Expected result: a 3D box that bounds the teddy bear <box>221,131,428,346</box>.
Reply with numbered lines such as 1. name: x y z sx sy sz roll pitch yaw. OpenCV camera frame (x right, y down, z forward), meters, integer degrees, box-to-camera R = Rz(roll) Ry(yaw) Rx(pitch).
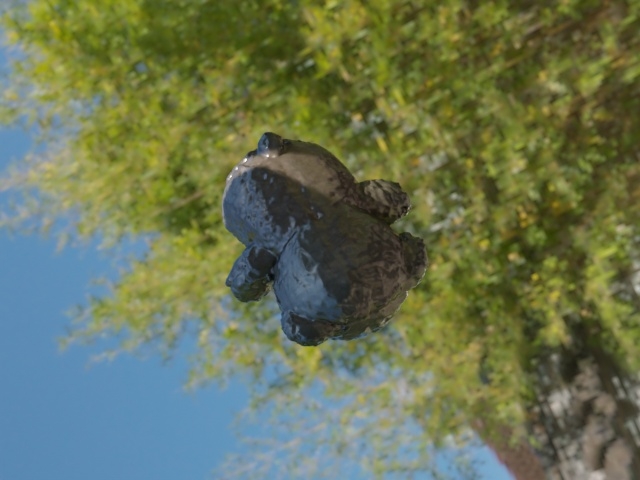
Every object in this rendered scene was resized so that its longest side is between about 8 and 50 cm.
1. teddy bear: -0.001 -0.001 1.518 0.267 0.236 0.151 52 169 26
